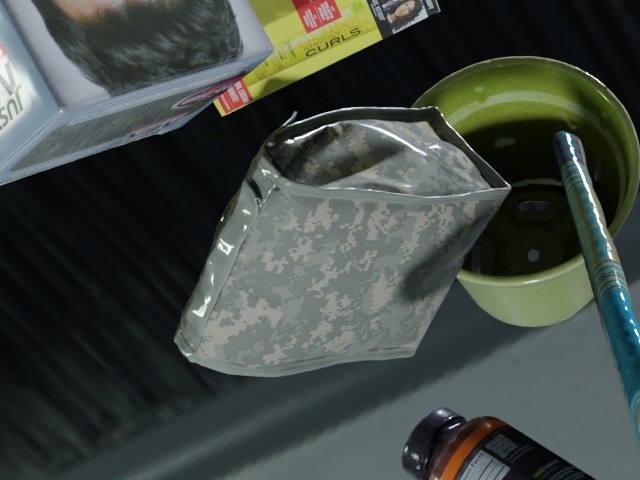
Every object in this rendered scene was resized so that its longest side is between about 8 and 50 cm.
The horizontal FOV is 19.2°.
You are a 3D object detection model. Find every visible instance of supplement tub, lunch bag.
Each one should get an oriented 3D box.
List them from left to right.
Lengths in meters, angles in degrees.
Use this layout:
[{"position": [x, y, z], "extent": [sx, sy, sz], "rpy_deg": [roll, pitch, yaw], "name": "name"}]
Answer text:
[{"position": [0.000, 0.000, 1.845], "extent": [0.169, 0.287, 0.235], "rpy_deg": [49, 127, 32], "name": "lunch bag"}, {"position": [0.166, 0.222, 1.649], "extent": [0.198, 0.106, 0.106], "rpy_deg": [32, 74, 33], "name": "supplement tub"}]

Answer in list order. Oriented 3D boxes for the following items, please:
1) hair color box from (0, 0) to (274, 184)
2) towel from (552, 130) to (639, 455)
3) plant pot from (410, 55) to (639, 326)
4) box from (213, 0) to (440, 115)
[{"position": [-0.204, -0.230, 1.137], "extent": [0.185, 0.374, 0.113], "rpy_deg": [-23, -8, -47], "name": "hair color box"}, {"position": [0.281, 0.106, 1.702], "extent": [0.040, 0.271, 0.370], "rpy_deg": [-15, 39, 6], "name": "towel"}, {"position": [0.231, -0.029, 2.154], "extent": [0.276, 0.254, 0.276], "rpy_deg": [-5, 66, 11], "name": "plant pot"}, {"position": [-0.010, -0.209, 1.780], "extent": [0.232, 0.087, 0.058], "rpy_deg": [-25, 49, 1], "name": "box"}]
